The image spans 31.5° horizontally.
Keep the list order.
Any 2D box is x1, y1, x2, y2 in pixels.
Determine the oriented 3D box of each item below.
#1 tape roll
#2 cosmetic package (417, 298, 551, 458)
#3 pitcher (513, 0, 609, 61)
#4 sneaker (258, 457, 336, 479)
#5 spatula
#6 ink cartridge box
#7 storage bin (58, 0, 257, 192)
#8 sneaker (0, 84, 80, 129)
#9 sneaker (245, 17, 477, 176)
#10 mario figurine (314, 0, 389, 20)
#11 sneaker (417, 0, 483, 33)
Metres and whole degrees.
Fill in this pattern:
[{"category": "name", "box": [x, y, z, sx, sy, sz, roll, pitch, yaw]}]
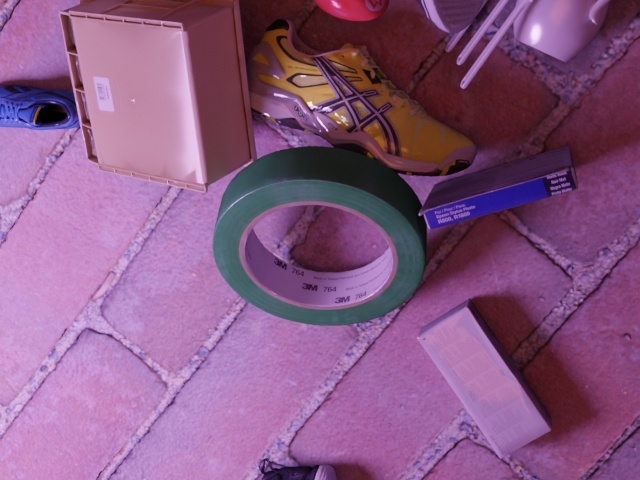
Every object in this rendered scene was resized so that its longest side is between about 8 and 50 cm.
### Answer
[{"category": "tape roll", "box": [0.000, 0.000, 1.722, 0.321, 0.077, 0.321, 5, 136, 4]}, {"category": "cosmetic package", "box": [0.262, 0.219, 1.808, 0.099, 0.060, 0.239, -33, 94, 15]}, {"category": "pitcher", "box": [0.371, -0.355, 1.600, 0.125, 0.178, 0.207, 15, 107, -34]}, {"category": "sneaker", "box": [-0.064, 0.496, 1.925, 0.153, 0.101, 0.269, 11, 99, 10]}, {"category": "spatula", "box": [0.264, -0.342, 1.635, 0.019, 0.168, 0.242, 24, 118, -22]}, {"category": "ink cartridge box", "box": [0.262, -0.072, 1.656, 0.223, 0.224, 0.045, -16, 99, 16]}, {"category": "storage bin", "box": [-0.247, -0.230, 1.714, 0.260, 0.123, 0.262, 13, 122, 32]}, {"category": "sneaker", "box": [-0.484, -0.215, 1.856, 0.209, 0.082, 0.069, 3, 105, 13]}, {"category": "sneaker", "box": [0.060, -0.211, 1.709, 0.384, 0.145, 0.147, 22, 108, 5]}, {"category": "mario figurine", "box": [0.026, -0.475, 1.641, 0.198, 0.170, 0.321, -19, 96, 21]}, {"category": "sneaker", "box": [0.143, -0.438, 1.586, 0.126, 0.321, 0.127, -42, 50, -18]}]
